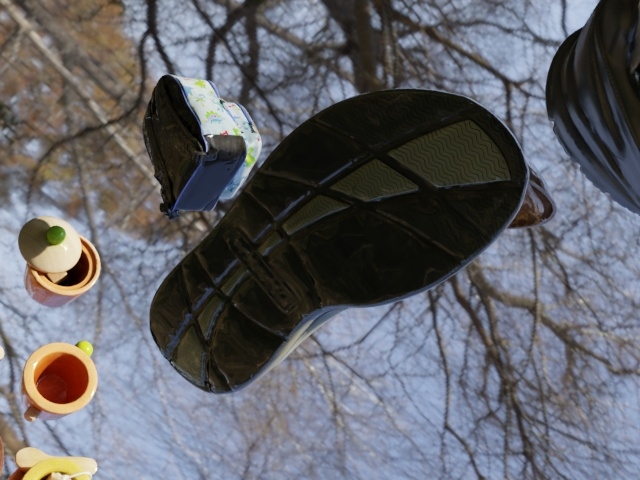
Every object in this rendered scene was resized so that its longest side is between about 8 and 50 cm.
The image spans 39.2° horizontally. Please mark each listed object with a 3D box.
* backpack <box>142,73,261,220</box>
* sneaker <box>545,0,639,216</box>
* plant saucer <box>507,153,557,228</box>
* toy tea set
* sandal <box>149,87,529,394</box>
[{"bbox_3d":[-0.116,-0.094,0.848,0.105,0.084,0.114,-54,-127,38],"label":"backpack"},{"bbox_3d":[0.214,-0.010,0.430,0.109,0.286,0.130,-37,167,-4],"label":"sneaker"},{"bbox_3d":[0.093,-0.058,0.720,0.199,0.199,0.036,2,-107,50],"label":"plant saucer"},{"bbox_3d":[-0.291,0.119,0.846,0.124,0.200,0.336,-42,-134,49],"label":"toy tea set"},{"bbox_3d":[-0.002,-0.001,0.578,0.303,0.120,0.086,-34,178,37],"label":"sandal"}]
